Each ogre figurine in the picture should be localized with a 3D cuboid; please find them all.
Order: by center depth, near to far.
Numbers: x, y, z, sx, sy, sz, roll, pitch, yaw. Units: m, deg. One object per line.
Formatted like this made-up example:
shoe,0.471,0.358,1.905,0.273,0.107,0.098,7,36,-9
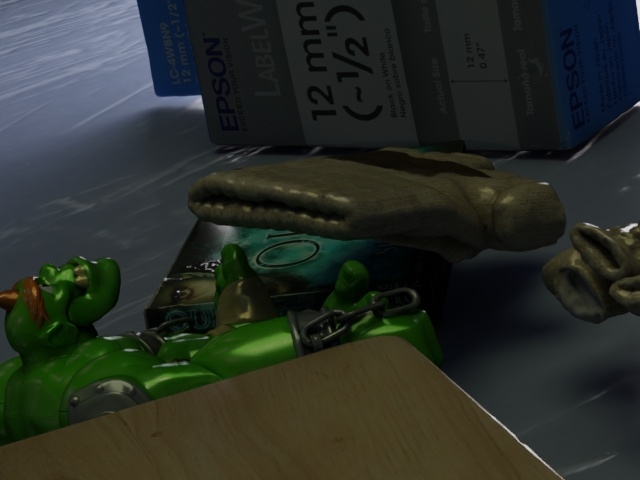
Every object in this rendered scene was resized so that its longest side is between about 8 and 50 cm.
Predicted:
ogre figurine,-0.051,0.050,0.669,0.118,0.097,0.197,-15,22,-28

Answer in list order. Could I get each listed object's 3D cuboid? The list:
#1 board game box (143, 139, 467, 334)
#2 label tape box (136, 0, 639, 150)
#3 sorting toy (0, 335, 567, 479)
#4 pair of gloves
board game box,0.000,0.000,0.893,0.126,0.026,0.186,-7,19,11
label tape box,-0.008,-0.182,1.075,0.348,0.249,0.115,2,22,33
sorting toy,-0.050,0.133,0.437,0.255,0.089,0.257,-16,20,-14
pair of gloves,0.090,0.000,0.743,0.240,0.042,0.204,10,10,19
